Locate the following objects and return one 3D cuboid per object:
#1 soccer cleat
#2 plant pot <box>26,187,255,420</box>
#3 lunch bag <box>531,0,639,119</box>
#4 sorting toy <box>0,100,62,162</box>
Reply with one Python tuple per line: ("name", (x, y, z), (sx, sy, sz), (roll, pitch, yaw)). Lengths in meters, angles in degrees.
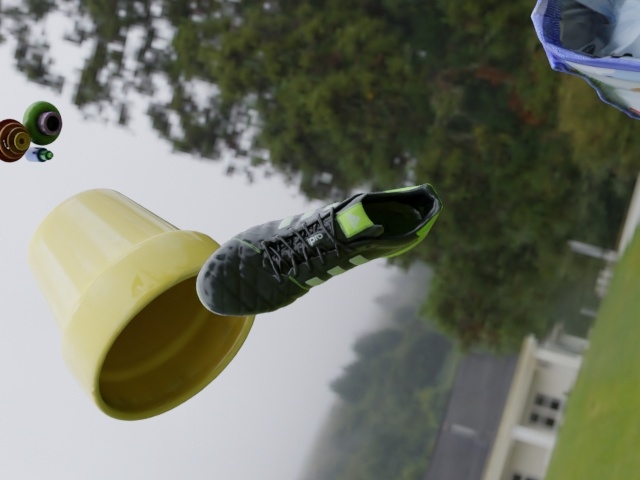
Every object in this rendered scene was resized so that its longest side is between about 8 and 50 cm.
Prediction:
("soccer cleat", (0.000, 0.000, 0.904), (0.179, 0.060, 0.072), (-21, -13, -24))
("plant pot", (-0.250, 0.064, 1.744), (0.254, 0.239, 0.254), (-31, -35, -25))
("lunch bag", (0.403, -0.206, 1.104), (0.328, 0.385, 0.239), (15, -121, -55))
("sorting toy", (-0.316, -0.115, 1.489), (0.102, 0.042, 0.061), (-35, -62, -39))
